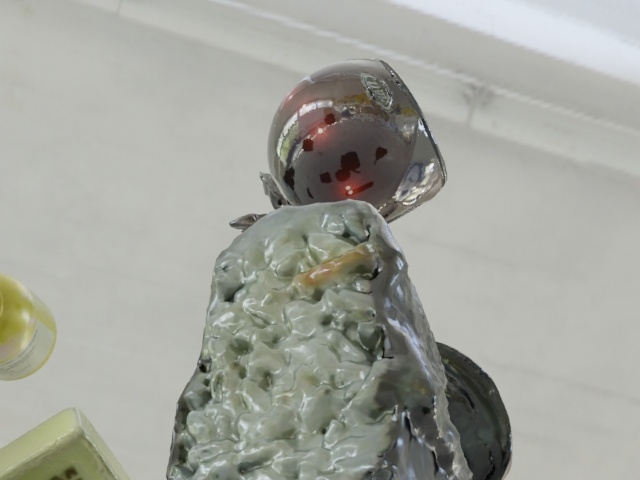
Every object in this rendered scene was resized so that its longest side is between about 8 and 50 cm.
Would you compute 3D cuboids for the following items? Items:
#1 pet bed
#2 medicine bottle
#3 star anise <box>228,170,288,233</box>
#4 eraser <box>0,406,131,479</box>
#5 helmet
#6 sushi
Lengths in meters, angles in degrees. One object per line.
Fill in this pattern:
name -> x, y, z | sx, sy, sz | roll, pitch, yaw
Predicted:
pet bed -> 0.100, 0.198, 1.309 | 0.201, 0.201, 0.053 | 1, -18, 7
medicine bottle -> -0.413, 0.097, 1.569 | 0.122, 0.122, 0.212 | 2, -18, 6
star anise -> -0.002, -0.004, 1.816 | 0.282, 0.212, 0.129 | 17, -22, -25
eraser -> -0.269, 0.247, 1.170 | 0.172, 0.058, 0.117 | -31, -63, -5
helmet -> 0.036, -0.110, 1.484 | 0.193, 0.189, 0.216 | -8, -35, -42
sushi -> 0.003, 0.130, 0.997 | 0.211, 0.350, 0.171 | -17, -49, 13
